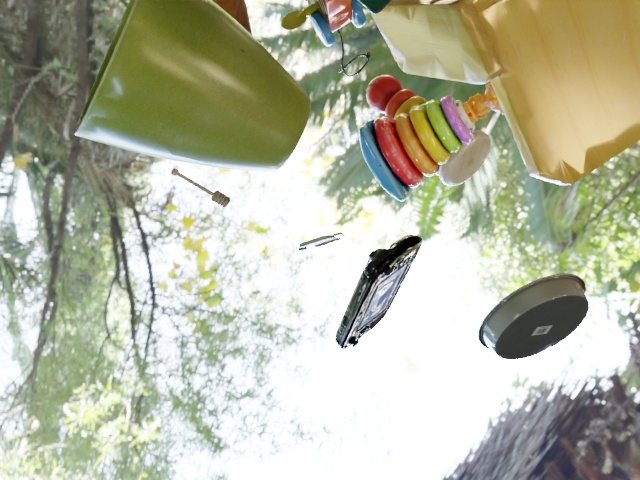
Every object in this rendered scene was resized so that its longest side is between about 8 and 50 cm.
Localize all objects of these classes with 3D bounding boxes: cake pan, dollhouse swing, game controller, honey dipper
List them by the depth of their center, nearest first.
[{"bbox_3d":[0.330,-0.296,1.078,0.347,0.305,0.315,-32,-151,-16],"label":"dollhouse swing"},{"bbox_3d":[0.124,0.114,1.467,0.166,0.319,0.067,-23,-121,-32],"label":"game controller"},{"bbox_3d":[-0.278,-0.122,1.566,0.161,0.030,0.030,29,-158,-37],"label":"honey dipper"},{"bbox_3d":[0.530,0.197,1.665,0.293,0.293,0.054,1,-135,-28],"label":"cake pan"}]

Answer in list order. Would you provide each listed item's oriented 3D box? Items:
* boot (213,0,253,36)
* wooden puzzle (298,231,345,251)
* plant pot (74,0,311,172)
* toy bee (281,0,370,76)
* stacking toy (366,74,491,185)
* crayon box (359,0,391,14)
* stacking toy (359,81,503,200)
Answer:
[{"bbox_3d":[-0.200,-0.452,1.118,0.096,0.280,0.264,6,-157,15],"label":"boot"},{"bbox_3d":[0.000,0.000,1.420,0.078,0.116,0.014,10,-116,-68],"label":"wooden puzzle"},{"bbox_3d":[-0.173,-0.225,1.024,0.293,0.275,0.274,23,-151,-23],"label":"plant pot"},{"bbox_3d":[0.005,-0.466,1.373,0.195,0.298,0.162,-26,-109,-20],"label":"toy bee"},{"bbox_3d":[0.226,-0.273,1.549,0.141,0.141,0.330,-14,-130,-43],"label":"stacking toy"},{"bbox_3d":[-0.027,-0.420,0.759,0.318,0.081,0.202,36,-148,-25],"label":"crayon box"},{"bbox_3d":[0.241,-0.224,1.349,0.175,0.302,0.166,59,-158,-5],"label":"stacking toy"}]
